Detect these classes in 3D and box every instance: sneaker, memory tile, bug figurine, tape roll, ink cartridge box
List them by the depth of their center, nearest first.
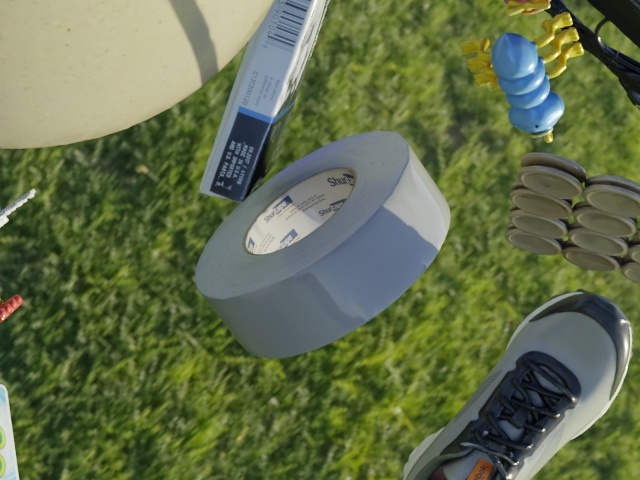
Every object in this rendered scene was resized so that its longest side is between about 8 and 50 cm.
[{"bbox_3d":[0.163,-0.009,0.716,0.113,0.148,0.012,16,75,10],"label":"memory tile"},{"bbox_3d":[0.212,-0.174,0.855,0.216,0.279,0.072,55,31,-34],"label":"bug figurine"},{"bbox_3d":[0.159,0.157,1.021,0.100,0.271,0.108,39,21,6],"label":"sneaker"},{"bbox_3d":[0.000,0.000,1.063,0.072,0.219,0.219,53,37,-23],"label":"tape roll"},{"bbox_3d":[-0.036,-0.150,1.063,0.045,0.206,0.208,20,16,-1],"label":"ink cartridge box"}]

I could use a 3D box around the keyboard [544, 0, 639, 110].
[{"bbox_3d":[0.253,-0.197,1.012,0.317,0.201,0.033,42,72,-5],"label":"keyboard"}]

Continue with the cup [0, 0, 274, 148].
[{"bbox_3d":[-0.162,-0.235,0.604,0.331,0.237,0.331,1,79,-6],"label":"cup"}]

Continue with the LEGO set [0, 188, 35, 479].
[{"bbox_3d":[-0.255,0.029,0.764,0.182,0.060,0.244,22,46,-51],"label":"LEGO set"}]
